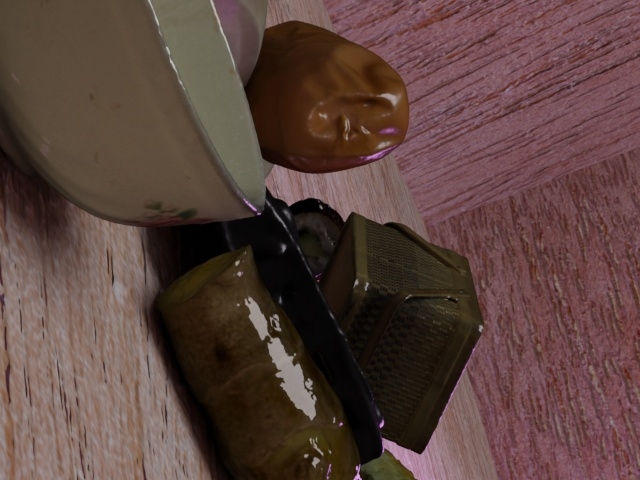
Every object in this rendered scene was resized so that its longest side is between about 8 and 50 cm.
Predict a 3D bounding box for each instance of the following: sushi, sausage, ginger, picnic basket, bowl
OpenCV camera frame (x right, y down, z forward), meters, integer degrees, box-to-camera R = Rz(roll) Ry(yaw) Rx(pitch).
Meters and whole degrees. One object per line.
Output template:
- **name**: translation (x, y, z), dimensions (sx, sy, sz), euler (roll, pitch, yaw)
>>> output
- **sushi**: translation (-0.002, 0.000, 1.948), dimensions (0.084, 0.098, 0.094), euler (34, 31, -81)
- **sausage**: translation (-0.013, -0.127, 1.504), dimensions (0.241, 0.136, 0.120), euler (-135, -134, -67)
- **ginger**: translation (-0.040, 0.129, 1.327), dimensions (0.263, 0.109, 0.116), euler (66, 33, -19)
- **picnic basket**: translation (0.067, 0.091, 1.765), dimensions (0.139, 0.165, 0.267), euler (22, 16, -7)
- **bowl**: translation (-0.147, -0.127, 1.109), dimensions (0.277, 0.145, 0.277), euler (-18, 90, -84)

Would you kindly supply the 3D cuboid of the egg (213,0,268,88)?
- **egg**: translation (-0.130, -0.221, 1.415), dimensions (0.271, 0.161, 0.206), euler (51, 21, -70)

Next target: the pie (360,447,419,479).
- **pie**: translation (0.170, 0.385, 1.661), dimensions (0.395, 0.180, 0.418), euler (36, -10, 49)

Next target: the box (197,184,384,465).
- **box**: translation (-0.045, 0.039, 1.508), dimensions (0.290, 0.073, 0.289), euler (65, -5, -25)

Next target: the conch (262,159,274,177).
- **conch**: translation (-0.089, -0.107, 1.794), dimensions (0.104, 0.094, 0.176), euler (80, 25, -44)
